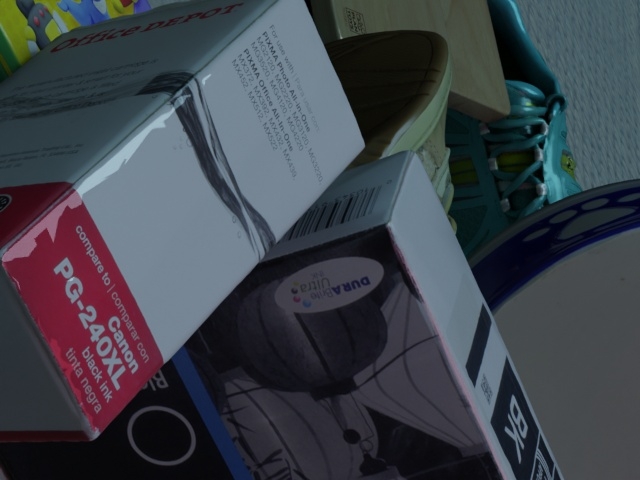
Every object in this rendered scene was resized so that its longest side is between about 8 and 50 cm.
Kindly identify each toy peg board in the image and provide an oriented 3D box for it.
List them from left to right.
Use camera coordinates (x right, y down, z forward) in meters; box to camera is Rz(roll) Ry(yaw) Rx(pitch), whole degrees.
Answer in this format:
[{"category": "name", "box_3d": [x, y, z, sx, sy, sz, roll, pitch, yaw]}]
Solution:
[{"category": "toy peg board", "box_3d": [0.018, -0.146, 1.099, 0.160, 0.079, 0.161, 16, 56, -49]}]

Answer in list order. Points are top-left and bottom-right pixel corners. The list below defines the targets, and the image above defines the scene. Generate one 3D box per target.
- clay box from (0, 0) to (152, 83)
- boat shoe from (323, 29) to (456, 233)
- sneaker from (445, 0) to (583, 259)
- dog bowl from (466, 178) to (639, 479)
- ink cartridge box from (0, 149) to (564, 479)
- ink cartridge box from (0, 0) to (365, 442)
[{"category": "clay box", "box_3d": [-0.136, -0.139, 0.671, 0.127, 0.053, 0.222, -69, 138, -61]}, {"category": "boat shoe", "box_3d": [0.000, 0.000, 0.871, 0.285, 0.104, 0.089, -63, 142, -48]}, {"category": "sneaker", "box_3d": [0.111, -0.040, 1.157, 0.110, 0.107, 0.275, 91, -12, -51]}, {"category": "dog bowl", "box_3d": [0.152, 0.110, 0.780, 0.104, 0.265, 0.265, -101, 170, -82]}, {"category": "ink cartridge box", "box_3d": [0.020, 0.144, 0.681, 0.332, 0.165, 0.065, 63, 21, -20]}, {"category": "ink cartridge box", "box_3d": [-0.072, -0.009, 0.572, 0.150, 0.109, 0.063, -47, 120, -42]}]
